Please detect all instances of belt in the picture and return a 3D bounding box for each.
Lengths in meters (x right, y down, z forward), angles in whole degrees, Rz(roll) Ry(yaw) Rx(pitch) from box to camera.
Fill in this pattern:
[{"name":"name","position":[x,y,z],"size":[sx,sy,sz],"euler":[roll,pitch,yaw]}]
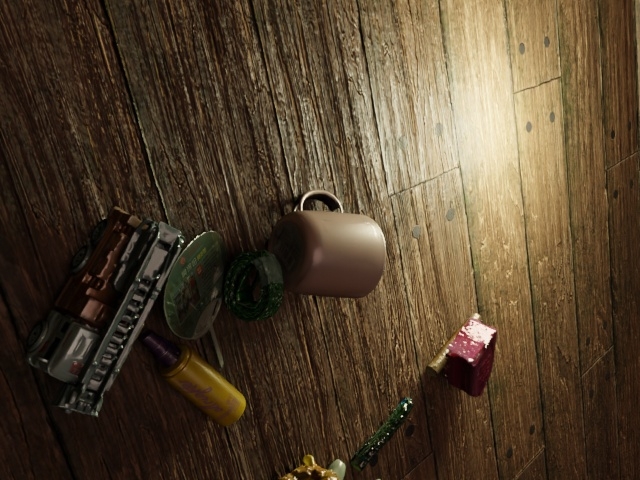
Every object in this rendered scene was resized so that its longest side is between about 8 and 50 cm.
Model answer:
[{"name":"belt","position":[-0.131,0.091,1.193],"size":[0.079,0.121,0.151],"euler":[-2,98,-61]}]

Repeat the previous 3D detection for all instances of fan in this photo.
[{"name":"fan","position":[-0.236,0.130,1.111],"size":[0.223,0.012,0.294],"euler":[-13,107,-71]}]

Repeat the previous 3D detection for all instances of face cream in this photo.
[{"name":"face cream","position":[-0.255,0.265,1.141],"size":[0.078,0.078,0.273],"euler":[-52,125,-23]}]

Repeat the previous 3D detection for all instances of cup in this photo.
[{"name":"cup","position":[0.000,0.000,1.273],"size":[0.200,0.191,0.253],"euler":[6,62,-38]}]

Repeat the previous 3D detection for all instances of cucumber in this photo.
[{"name":"cucumber","position":[0.175,0.523,1.571],"size":[0.256,0.043,0.044],"euler":[-40,125,-30]}]

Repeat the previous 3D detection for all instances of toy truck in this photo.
[{"name":"toy truck","position":[-0.356,0.119,0.965],"size":[0.133,0.184,0.338],"euler":[36,72,-37]}]

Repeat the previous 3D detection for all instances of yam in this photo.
[{"name":"yam","position":[0.406,0.307,1.737],"size":[0.264,0.046,0.046],"euler":[-41,120,-29]}]

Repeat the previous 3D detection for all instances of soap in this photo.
[{"name":"soap","position":[0.438,0.357,1.691],"size":[0.162,0.099,0.250],"euler":[-49,145,-31]}]

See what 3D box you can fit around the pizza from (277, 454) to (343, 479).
[{"name":"pizza","position":[-0.020,0.614,1.266],"size":[0.258,0.268,0.087],"euler":[-34,126,-37]}]

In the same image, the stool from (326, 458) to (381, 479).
[{"name":"stool","position":[0.071,0.687,1.410],"size":[0.198,0.195,0.195],"euler":[-43,121,-33]}]
